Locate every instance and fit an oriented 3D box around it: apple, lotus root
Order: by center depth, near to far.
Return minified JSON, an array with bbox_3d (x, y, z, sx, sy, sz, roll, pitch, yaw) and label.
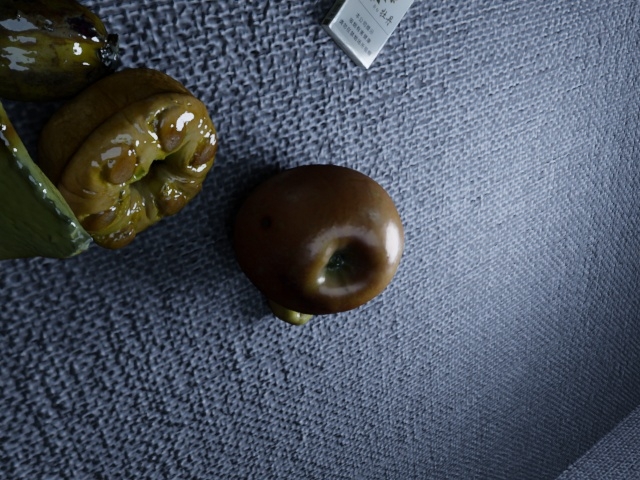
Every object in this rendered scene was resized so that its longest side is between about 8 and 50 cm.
[{"bbox_3d":[-0.317,-0.209,0.654,0.209,0.120,0.120,-7,115,-41],"label":"lotus root"},{"bbox_3d":[0.000,0.000,0.929,0.253,0.253,0.254,-18,122,-31],"label":"apple"},{"bbox_3d":[-0.046,0.104,1.053,0.084,0.071,0.084,-17,121,-32],"label":"apple"}]

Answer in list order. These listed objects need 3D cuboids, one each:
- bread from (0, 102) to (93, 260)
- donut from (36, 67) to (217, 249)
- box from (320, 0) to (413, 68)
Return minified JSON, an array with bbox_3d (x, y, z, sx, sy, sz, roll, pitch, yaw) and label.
[{"bbox_3d":[-0.378,-0.048,0.516,0.245,0.361,0.233,-49,133,-12],"label":"bread"},{"bbox_3d":[-0.226,-0.097,0.734,0.226,0.114,0.226,-40,163,-15],"label":"donut"},{"bbox_3d":[0.091,-0.380,0.950,0.109,0.029,0.198,35,89,-43],"label":"box"}]
